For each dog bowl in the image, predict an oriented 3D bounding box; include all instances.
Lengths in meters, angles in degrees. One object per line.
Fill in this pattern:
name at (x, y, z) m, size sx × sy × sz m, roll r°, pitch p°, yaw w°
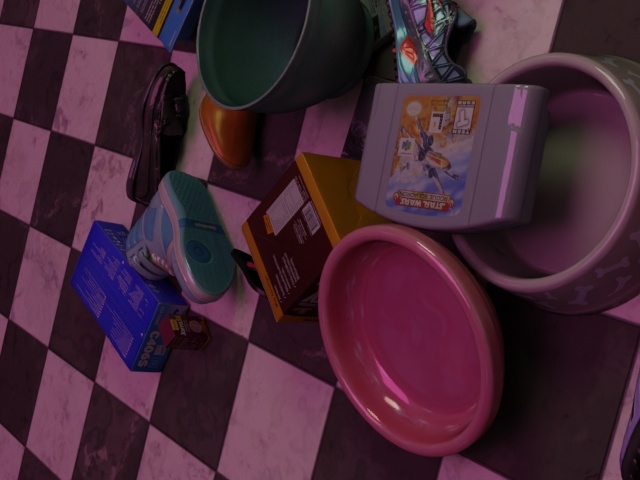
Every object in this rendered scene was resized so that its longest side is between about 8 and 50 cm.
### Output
dog bowl at (0.302, -0.081, 1.280) m, size 0.349 × 0.102 × 0.348 m, roll -13°, pitch 73°, yaw 47°

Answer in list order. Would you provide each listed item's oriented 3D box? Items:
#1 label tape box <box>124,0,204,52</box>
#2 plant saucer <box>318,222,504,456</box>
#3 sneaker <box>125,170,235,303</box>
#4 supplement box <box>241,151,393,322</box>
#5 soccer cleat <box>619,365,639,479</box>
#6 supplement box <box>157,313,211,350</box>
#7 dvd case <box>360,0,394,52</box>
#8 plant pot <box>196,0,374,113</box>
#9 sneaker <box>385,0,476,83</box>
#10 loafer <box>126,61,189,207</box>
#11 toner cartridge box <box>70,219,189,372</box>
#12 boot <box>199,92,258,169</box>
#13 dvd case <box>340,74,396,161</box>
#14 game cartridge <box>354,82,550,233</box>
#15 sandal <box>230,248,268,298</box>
label tape box at (-0.285, -0.548, 2.047) m, size 0.333 × 0.106 × 0.240 m, roll 50°, pitch 120°, yaw 41°
plant saucer at (0.132, 0.131, 1.379) m, size 0.332 × 0.084 × 0.332 m, roll 25°, pitch 123°, yaw 44°
sneaker at (-0.276, 0.040, 1.908) m, size 0.208 × 0.127 × 0.319 m, roll -49°, pitch 40°, yaw 29°
supplement box at (0.000, 0.000, 1.576) m, size 0.194 × 0.129 × 0.191 m, roll -48°, pitch 52°, yaw 37°
soccer cleat at (0.409, 0.132, 1.128) m, size 0.116 × 0.109 × 0.318 m, roll -135°, pitch 60°, yaw -67°
supplement box at (-0.257, 0.173, 1.886) m, size 0.043 × 0.083 × 0.055 m, roll -47°, pitch 51°, yaw 33°
dvd case at (0.048, -0.380, 1.694) m, size 0.253 × 0.022 × 0.180 m, roll -32°, pitch 59°, yaw 42°
plant pot at (-0.038, -0.335, 1.614) m, size 0.293 × 0.196 × 0.292 m, roll -12°, pitch 74°, yaw 48°
sneaker at (0.173, -0.325, 1.497) m, size 0.125 × 0.104 × 0.261 m, roll -10°, pitch 79°, yaw 19°
loafer at (-0.312, -0.206, 2.030) m, size 0.095 × 0.109 × 0.302 m, roll 26°, pitch 109°, yaw 29°
toner cartridge box at (-0.405, 0.110, 2.075) m, size 0.348 × 0.075 × 0.165 m, roll 43°, pitch 116°, yaw 45°
boot at (-0.126, -0.297, 1.815) m, size 0.211 × 0.104 × 0.295 m, roll -35°, pitch 53°, yaw 40°
dvd case at (0.120, -0.162, 1.570) m, size 0.221 × 0.018 × 0.164 m, roll 27°, pitch 103°, yaw 48°
game cartridge at (0.164, -0.110, 1.329) m, size 0.297 × 0.062 × 0.198 m, roll 11°, pitch 86°, yaw 50°
sandal at (-0.104, 0.055, 1.751) m, size 0.040 × 0.067 × 0.179 m, roll -54°, pitch 43°, yaw 12°
